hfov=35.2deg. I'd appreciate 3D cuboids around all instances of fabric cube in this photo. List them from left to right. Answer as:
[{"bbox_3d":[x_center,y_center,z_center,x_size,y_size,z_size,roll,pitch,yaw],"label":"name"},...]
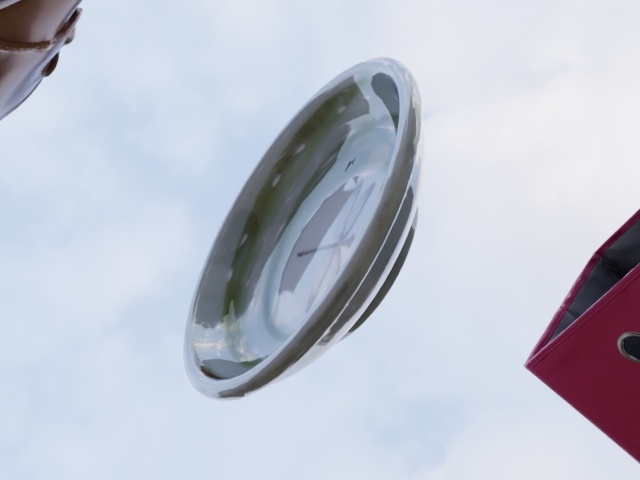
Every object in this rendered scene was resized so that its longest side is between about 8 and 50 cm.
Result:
[{"bbox_3d":[0.418,0.086,1.051,0.258,0.259,0.254,41,-45,5],"label":"fabric cube"}]

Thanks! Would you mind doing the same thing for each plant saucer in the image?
[{"bbox_3d":[0.000,0.000,1.068,0.100,0.400,0.400,31,-81,-23],"label":"plant saucer"}]

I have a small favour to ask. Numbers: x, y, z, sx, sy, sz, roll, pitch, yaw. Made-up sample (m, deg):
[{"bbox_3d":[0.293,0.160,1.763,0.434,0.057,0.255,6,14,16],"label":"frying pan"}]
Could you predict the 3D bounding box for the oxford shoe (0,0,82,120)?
[{"bbox_3d":[-0.108,-0.083,0.334,0.212,0.076,0.076,-27,-116,25],"label":"oxford shoe"}]
